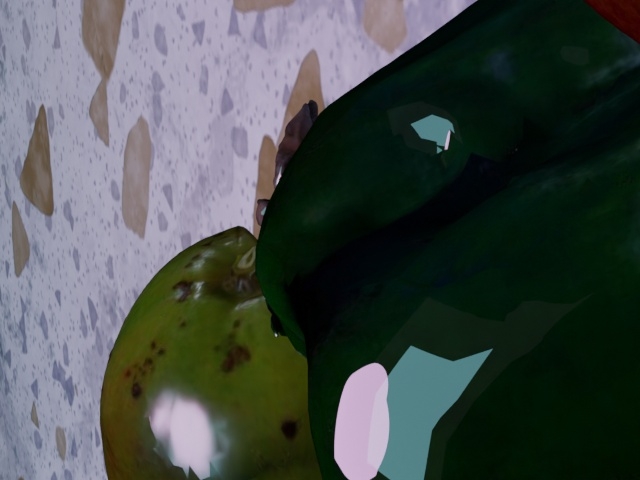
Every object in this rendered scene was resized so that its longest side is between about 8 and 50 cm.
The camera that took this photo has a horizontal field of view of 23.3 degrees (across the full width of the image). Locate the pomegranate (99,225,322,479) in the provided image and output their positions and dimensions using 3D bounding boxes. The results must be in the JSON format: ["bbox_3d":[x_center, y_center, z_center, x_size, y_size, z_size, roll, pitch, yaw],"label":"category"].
[{"bbox_3d":[-0.004,0.123,0.924,0.236,0.236,0.302,59,170,41],"label":"pomegranate"}]

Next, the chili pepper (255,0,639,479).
[{"bbox_3d":[0.113,0.028,0.563,0.233,0.256,0.248,58,-177,-29],"label":"chili pepper"}]

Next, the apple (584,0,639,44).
[{"bbox_3d":[0.163,-0.184,0.391,0.288,0.288,0.317,46,155,51],"label":"apple"}]

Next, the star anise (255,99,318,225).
[{"bbox_3d":[0.000,0.000,1.048,0.182,0.065,0.195,51,142,48],"label":"star anise"}]
